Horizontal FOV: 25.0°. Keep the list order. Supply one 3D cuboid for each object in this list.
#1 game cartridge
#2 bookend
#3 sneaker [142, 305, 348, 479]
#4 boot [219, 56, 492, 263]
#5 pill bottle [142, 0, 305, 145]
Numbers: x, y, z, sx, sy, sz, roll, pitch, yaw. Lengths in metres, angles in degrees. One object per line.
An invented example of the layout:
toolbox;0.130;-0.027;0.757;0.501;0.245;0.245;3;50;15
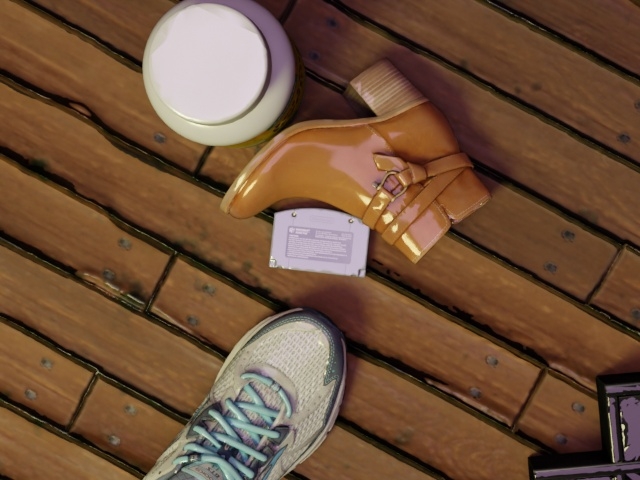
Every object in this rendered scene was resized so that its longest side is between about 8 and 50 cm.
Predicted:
game cartridge;0.000;0.000;1.230;0.083;0.017;0.056;7;96;3
bookend;0.239;0.179;1.197;0.156;0.072;0.157;-5;92;4
sneaker;-0.073;0.182;1.188;0.110;0.122;0.283;36;94;1
boot;0.030;-0.039;1.192;0.197;0.073;0.152;-37;87;-1
pill bottle;-0.075;-0.132;1.131;0.117;0.208;0.118;0;92;3
